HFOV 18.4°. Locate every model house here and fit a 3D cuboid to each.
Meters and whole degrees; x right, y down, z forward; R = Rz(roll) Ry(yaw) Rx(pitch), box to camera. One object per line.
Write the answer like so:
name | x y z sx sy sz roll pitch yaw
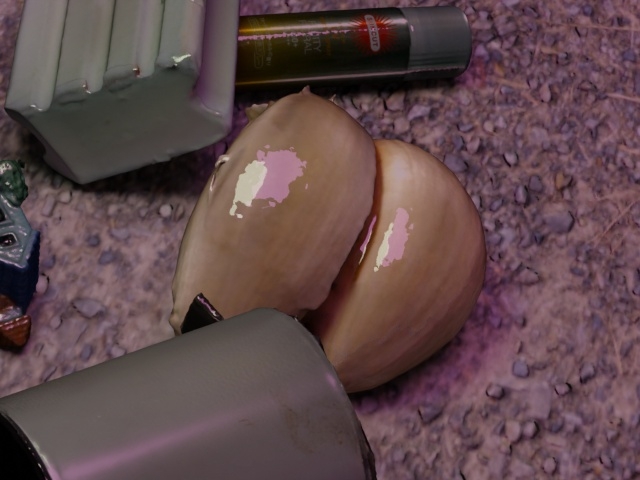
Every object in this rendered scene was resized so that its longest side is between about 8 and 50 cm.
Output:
model house | -0.311 0.027 1.781 0.148 0.119 0.149 -17 60 -28

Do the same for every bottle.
bottle | 0.017 -0.204 2.098 0.286 0.082 0.082 -6 48 -19

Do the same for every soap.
soap | -0.191 -0.229 1.998 0.208 0.115 0.347 -15 44 16

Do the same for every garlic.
garlic | 0.000 0.000 1.833 0.249 0.286 0.313 -22 29 28

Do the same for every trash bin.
trash bin | -0.123 0.193 1.582 0.262 0.217 0.277 -17 63 -28
